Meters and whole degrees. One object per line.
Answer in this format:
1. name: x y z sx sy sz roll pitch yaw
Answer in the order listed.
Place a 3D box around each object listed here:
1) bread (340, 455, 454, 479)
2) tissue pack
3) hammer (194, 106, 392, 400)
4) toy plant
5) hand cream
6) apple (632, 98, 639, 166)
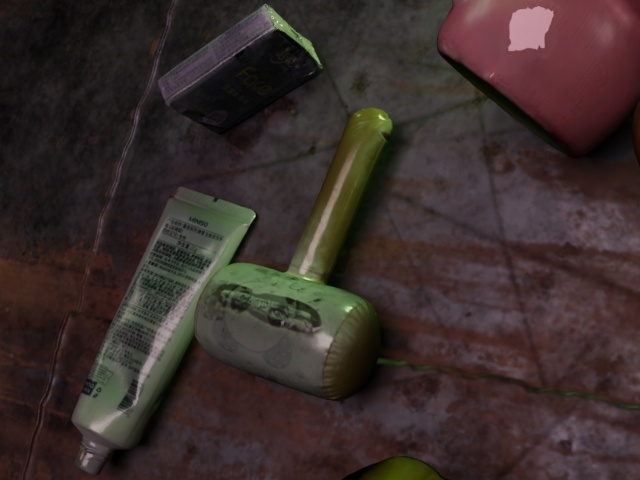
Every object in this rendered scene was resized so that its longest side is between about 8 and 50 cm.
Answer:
1. bread: 0.035 0.343 0.756 0.251 0.376 0.208 36 123 14
2. tissue pack: -0.090 -0.189 1.109 0.156 0.112 0.051 -31 65 17
3. hammer: 0.000 0.000 1.020 0.202 0.113 0.305 16 79 28
4. toy plant: 0.275 -0.247 0.851 0.356 0.317 0.210 -44 96 7
5. hand cream: -0.190 0.103 1.120 0.124 0.078 0.341 19 78 31
6. apple: 0.360 -0.095 0.788 0.211 0.211 0.188 -49 59 8
